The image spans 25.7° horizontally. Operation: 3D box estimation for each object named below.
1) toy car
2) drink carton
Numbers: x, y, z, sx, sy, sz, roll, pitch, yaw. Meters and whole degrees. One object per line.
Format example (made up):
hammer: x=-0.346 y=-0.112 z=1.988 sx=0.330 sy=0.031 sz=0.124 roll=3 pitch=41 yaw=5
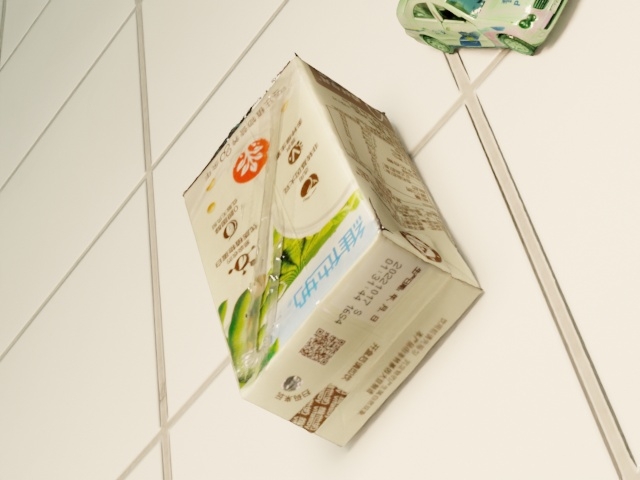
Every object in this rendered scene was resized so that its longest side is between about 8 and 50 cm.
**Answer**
toy car: x=0.144 y=-0.228 z=1.293 sx=0.090 sy=0.076 sz=0.224 roll=-62 pitch=27 yaw=-6
drink carton: x=0.000 y=0.000 z=1.265 sx=0.194 sy=0.132 sz=0.325 roll=-51 pitch=30 yaw=19
